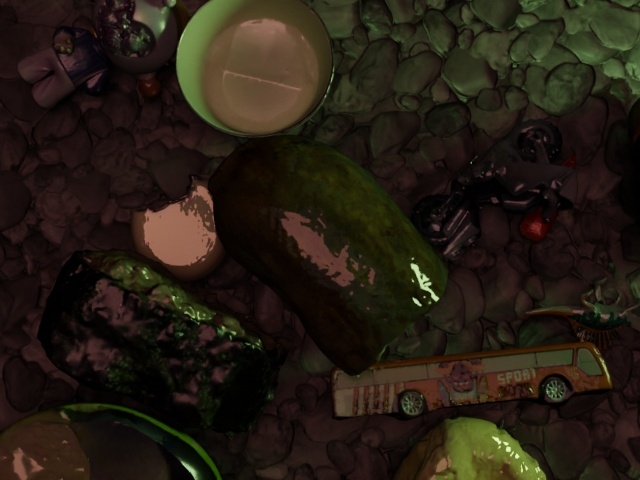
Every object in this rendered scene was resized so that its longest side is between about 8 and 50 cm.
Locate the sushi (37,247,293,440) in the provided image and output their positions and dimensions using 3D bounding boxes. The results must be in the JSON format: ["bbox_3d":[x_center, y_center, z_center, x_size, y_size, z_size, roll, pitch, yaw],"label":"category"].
[{"bbox_3d":[-0.207,0.138,1.135,0.350,0.211,0.170,30,95,-22],"label":"sushi"}]

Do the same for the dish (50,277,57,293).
[{"bbox_3d":[-0.352,0.113,1.252,0.141,0.078,0.141,20,46,-22],"label":"dish"}]

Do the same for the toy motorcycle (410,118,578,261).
[{"bbox_3d":[0.273,-0.064,1.226,0.270,0.106,0.159,-39,65,-3],"label":"toy motorcycle"}]

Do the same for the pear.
[{"bbox_3d":[-0.290,0.388,1.147,0.399,0.165,0.398,2,103,7],"label":"pear"}]

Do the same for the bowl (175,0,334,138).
[{"bbox_3d":[-0.095,-0.258,1.257,0.238,0.126,0.237,0,84,2],"label":"bowl"}]

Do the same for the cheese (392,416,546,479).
[{"bbox_3d":[0.215,0.375,1.173,0.214,0.117,0.226,33,94,-7],"label":"cheese"}]

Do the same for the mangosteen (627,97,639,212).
[{"bbox_3d":[0.594,-0.115,1.151,0.300,0.300,0.300,0,84,1],"label":"mangosteen"}]

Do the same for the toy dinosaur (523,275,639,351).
[{"bbox_3d":[0.417,0.122,1.249,0.187,0.044,0.106,-24,99,-2],"label":"toy dinosaur"}]

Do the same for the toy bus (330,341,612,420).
[{"bbox_3d":[0.217,0.213,1.216,0.409,0.093,0.092,-6,78,0],"label":"toy bus"}]

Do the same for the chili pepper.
[{"bbox_3d":[0.361,-0.066,1.274,0.045,0.027,0.178,32,84,5],"label":"chili pepper"}]

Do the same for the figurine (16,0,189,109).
[{"bbox_3d":[-0.343,-0.312,1.270,0.274,0.133,0.193,-6,98,4],"label":"figurine"}]

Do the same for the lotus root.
[{"bbox_3d":[0.000,0.000,1.169,0.346,0.250,0.250,43,87,1],"label":"lotus root"}]

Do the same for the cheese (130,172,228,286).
[{"bbox_3d":[-0.200,0.027,1.256,0.164,0.071,0.248,-11,92,-1],"label":"cheese"}]
